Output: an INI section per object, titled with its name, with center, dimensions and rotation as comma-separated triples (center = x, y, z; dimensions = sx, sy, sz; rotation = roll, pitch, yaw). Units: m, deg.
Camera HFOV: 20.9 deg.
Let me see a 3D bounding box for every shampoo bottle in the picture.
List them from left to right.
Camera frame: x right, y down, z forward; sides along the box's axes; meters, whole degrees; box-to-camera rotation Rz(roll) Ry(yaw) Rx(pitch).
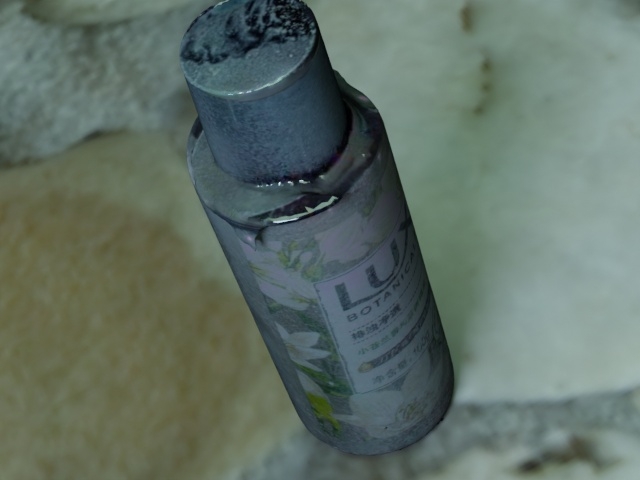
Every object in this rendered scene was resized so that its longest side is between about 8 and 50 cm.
[shampoo bottle]
center = 0.000, 0.000, 0.598
dimensions = 0.072, 0.214, 0.072
rotation = -7, 55, 10
